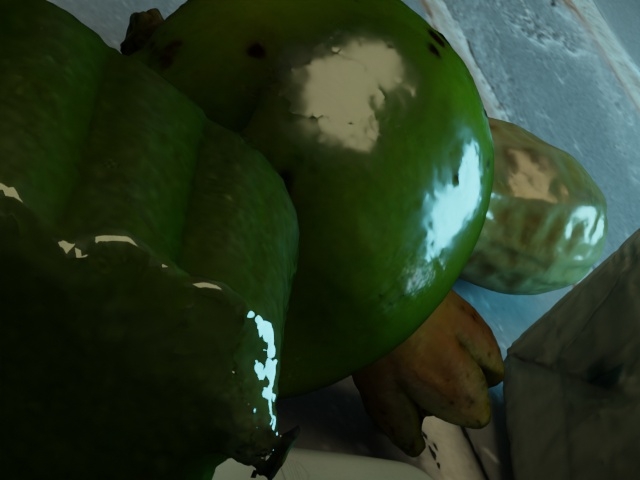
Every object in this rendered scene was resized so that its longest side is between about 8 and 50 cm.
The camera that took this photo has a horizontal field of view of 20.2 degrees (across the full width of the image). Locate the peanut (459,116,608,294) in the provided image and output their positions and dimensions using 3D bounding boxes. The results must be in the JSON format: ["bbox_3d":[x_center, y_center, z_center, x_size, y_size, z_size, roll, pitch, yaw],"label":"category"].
[{"bbox_3d":[0.073,-0.043,1.182,0.275,0.111,0.125,20,32,-34],"label":"peanut"}]

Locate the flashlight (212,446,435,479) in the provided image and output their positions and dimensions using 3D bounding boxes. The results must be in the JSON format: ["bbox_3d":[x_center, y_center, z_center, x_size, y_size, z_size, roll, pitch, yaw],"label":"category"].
[{"bbox_3d":[-0.009,0.134,0.920,0.200,0.047,0.093,17,39,-41],"label":"flashlight"}]

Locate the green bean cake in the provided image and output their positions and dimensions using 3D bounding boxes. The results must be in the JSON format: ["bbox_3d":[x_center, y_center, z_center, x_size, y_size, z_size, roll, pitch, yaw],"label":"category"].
[{"bbox_3d":[-0.159,0.026,0.673,0.247,0.250,0.156,30,32,-19],"label":"green bean cake"}]

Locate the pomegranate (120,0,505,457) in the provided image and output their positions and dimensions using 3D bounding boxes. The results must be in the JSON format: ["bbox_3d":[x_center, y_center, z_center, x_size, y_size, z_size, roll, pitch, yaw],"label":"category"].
[{"bbox_3d":[0.000,0.000,0.949,0.302,0.236,0.236,53,24,-25],"label":"pomegranate"}]

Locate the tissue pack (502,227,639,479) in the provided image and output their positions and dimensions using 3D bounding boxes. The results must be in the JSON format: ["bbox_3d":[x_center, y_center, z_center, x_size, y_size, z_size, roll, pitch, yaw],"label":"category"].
[{"bbox_3d":[0.313,0.186,1.068,0.380,0.207,0.297,29,33,-22],"label":"tissue pack"}]
